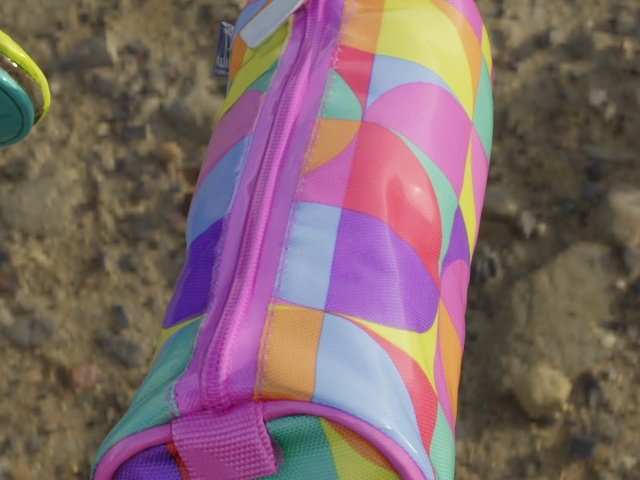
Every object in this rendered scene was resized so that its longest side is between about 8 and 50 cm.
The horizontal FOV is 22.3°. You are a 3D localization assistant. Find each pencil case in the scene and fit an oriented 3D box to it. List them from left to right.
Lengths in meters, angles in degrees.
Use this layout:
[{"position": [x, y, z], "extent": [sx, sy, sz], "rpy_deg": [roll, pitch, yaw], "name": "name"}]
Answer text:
[{"position": [0.000, 0.000, 0.499], "extent": [0.104, 0.104, 0.236], "rpy_deg": [5, 43, 3], "name": "pencil case"}]

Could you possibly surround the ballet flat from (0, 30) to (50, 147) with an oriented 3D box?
[{"position": [-0.206, -0.094, 0.579], "extent": [0.231, 0.077, 0.077], "rpy_deg": [10, 54, -6], "name": "ballet flat"}]
